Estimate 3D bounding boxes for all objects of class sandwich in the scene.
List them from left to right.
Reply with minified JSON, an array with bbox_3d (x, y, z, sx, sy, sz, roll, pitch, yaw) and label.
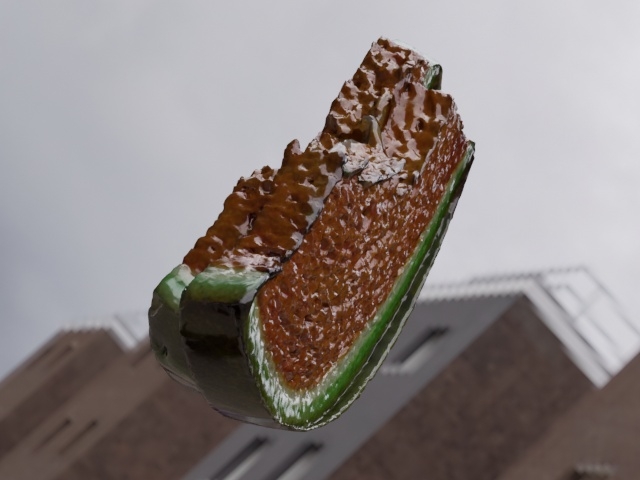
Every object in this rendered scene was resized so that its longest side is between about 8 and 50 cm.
[{"bbox_3d":[-0.001,0.002,0.409,0.029,0.135,0.067,18,-67,17],"label":"sandwich"}]
